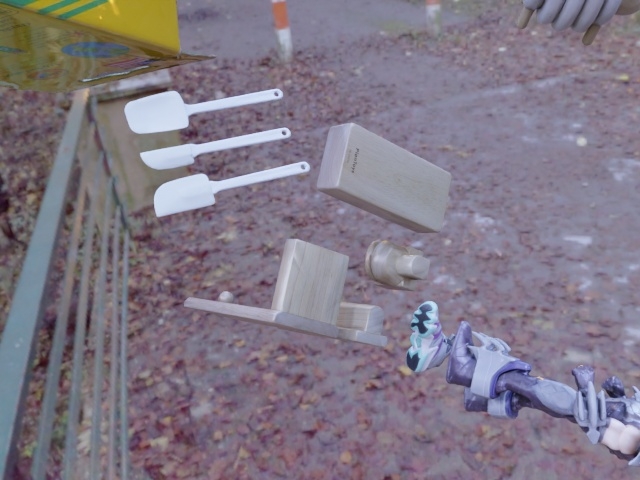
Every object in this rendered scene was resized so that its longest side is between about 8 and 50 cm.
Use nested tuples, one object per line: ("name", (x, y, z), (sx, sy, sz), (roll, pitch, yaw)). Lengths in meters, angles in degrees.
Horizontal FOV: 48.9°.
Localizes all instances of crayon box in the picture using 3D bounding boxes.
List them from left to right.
("crayon box", (-0.251, -0.178, 0.525), (0.202, 0.081, 0.318), (-4, 2, 27))

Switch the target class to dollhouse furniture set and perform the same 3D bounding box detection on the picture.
("dollhouse furniture set", (0.000, 0.000, 0.560), (0.144, 0.151, 0.123), (20, -12, -38))

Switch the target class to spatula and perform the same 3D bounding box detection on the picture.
("spatula", (-0.141, -0.141, 1.005), (0.242, 0.168, 0.019), (-16, -7, -25))

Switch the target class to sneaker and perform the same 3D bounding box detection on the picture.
("sneaker", (0.150, 0.121, 0.908), (0.069, 0.098, 0.038), (-2, 25, -32))

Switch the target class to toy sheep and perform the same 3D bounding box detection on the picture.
("toy sheep", (0.210, -0.218, 0.594), (0.132, 0.091, 0.091), (11, 32, 0))

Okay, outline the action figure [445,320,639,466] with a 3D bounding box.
("action figure", (0.283, 0.179, 0.778), (0.285, 0.185, 0.099), (13, 77, 38))
